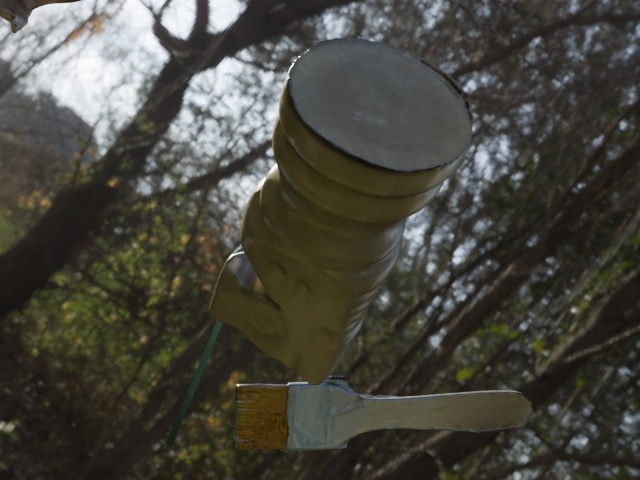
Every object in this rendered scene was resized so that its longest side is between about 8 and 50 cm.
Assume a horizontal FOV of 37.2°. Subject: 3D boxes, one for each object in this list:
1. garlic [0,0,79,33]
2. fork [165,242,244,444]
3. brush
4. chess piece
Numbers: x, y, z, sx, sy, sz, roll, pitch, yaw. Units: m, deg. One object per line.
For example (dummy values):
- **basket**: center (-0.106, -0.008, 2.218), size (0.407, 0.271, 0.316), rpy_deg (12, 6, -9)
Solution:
- **garlic**: center (-0.249, -0.257, 0.792), size (0.099, 0.124, 0.174), rpy_deg (-22, -34, 25)
- **fork**: center (-0.102, 0.084, 0.915), size (0.039, 0.235, 0.021), rpy_deg (-4, -35, 45)
- **brush**: center (0.073, 0.189, 1.039), size (0.337, 0.085, 0.020), rpy_deg (2, 3, -11)
- **chess piece**: center (0.000, 0.000, 0.495), size (0.090, 0.090, 0.200), rpy_deg (36, -43, 11)
